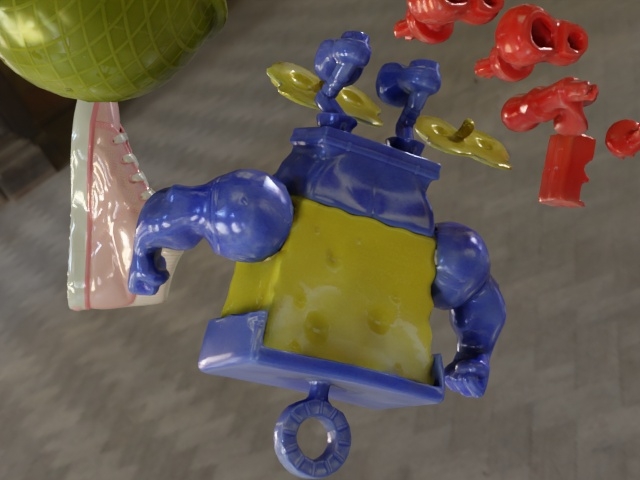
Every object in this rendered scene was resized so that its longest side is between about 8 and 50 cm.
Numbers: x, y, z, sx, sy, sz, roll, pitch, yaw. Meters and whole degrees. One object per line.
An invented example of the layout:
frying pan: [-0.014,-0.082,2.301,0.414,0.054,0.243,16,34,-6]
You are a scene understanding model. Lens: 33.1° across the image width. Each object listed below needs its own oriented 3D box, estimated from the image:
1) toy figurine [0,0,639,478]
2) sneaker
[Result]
toy figurine: [0.000,0.000,0.493,0.191,0.363,0.217,-3,73,60]
sneaker: [-0.107,-0.025,0.615,0.070,0.134,0.051,3,7,-5]
